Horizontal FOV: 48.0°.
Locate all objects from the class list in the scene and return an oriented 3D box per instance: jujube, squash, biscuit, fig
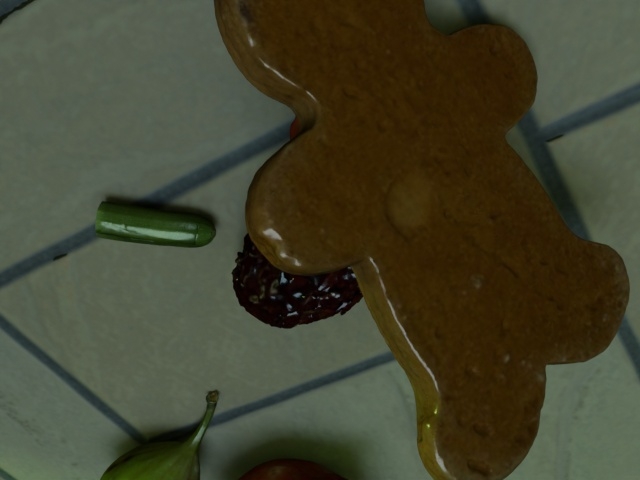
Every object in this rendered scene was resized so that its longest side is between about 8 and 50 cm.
[{"bbox_3d":[0.002,0.003,0.481,0.104,0.104,0.166,20,134,-12],"label":"jujube"},{"bbox_3d":[-0.117,-0.010,0.518,0.083,0.027,0.027,7,129,-2],"label":"squash"},{"bbox_3d":[0.052,-0.039,0.399,0.324,0.205,0.049,55,155,-13],"label":"biscuit"},{"bbox_3d":[-0.138,0.220,0.664,0.166,0.093,0.093,-35,119,26],"label":"fig"}]

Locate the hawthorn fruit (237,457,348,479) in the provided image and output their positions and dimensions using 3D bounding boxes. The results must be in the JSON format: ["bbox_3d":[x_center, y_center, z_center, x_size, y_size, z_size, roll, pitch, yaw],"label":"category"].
[{"bbox_3d":[-0.020,0.286,0.667,0.188,0.169,0.169,-33,121,12],"label":"hawthorn fruit"}]
